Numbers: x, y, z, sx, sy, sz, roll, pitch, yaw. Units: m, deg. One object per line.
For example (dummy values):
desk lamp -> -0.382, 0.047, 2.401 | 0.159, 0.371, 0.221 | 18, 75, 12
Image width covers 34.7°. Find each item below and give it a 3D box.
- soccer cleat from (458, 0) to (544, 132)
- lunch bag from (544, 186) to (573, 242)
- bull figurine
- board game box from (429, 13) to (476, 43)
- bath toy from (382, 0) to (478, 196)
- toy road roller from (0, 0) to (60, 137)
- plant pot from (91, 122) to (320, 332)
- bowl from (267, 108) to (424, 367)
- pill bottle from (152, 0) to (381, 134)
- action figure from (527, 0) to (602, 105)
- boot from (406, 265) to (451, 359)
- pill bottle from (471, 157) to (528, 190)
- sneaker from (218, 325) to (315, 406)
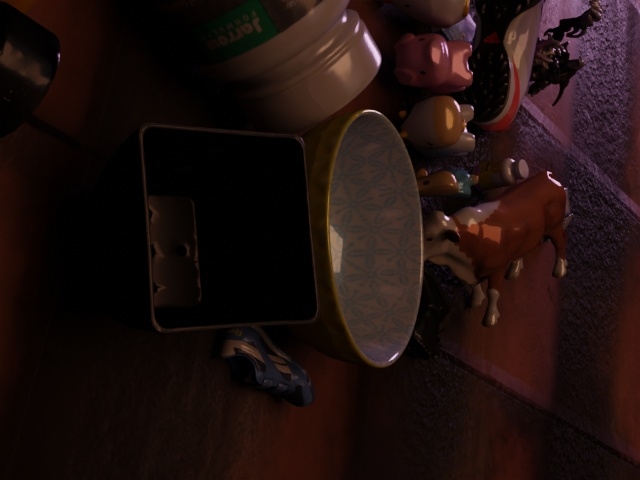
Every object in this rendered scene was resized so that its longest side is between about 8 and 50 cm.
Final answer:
soccer cleat -> 0.302, -0.328, 1.639 | 0.116, 0.109, 0.318 | 21, 83, -62
lunch bag -> 0.399, -0.044, 1.762 | 0.071, 0.053, 0.083 | -22, 108, -49
bull figurine -> 0.262, 0.006, 1.522 | 0.310, 0.101, 0.188 | -25, 120, -32
board game box -> 0.211, -0.342, 1.627 | 0.090, 0.020, 0.090 | 50, 47, -32
bath toy -> 0.153, -0.233, 1.464 | 0.151, 0.129, 0.348 | 112, -23, -81
toy road roller -> -0.370, -0.166, 0.797 | 0.202, 0.240, 0.329 | 32, 21, -41
plant pot -> -0.130, -0.001, 1.017 | 0.188, 0.167, 0.187 | 0, 82, -38
bowl -> 0.000, 0.000, 1.174 | 0.289, 0.156, 0.289 | -2, 90, -65
pill bottle -> -0.091, -0.305, 1.115 | 0.361, 0.204, 0.204 | 55, 45, -25
action figure -> 0.389, -0.356, 1.750 | 0.164, 0.141, 0.275 | -51, 121, -26
boot -> 0.135, 0.099, 1.423 | 0.121, 0.045, 0.099 | 51, 50, -31
pill bottle -> 0.283, -0.105, 1.611 | 0.043, 0.083, 0.043 | 15, 70, -48
sneaker -> -0.064, 0.150, 1.167 | 0.144, 0.053, 0.059 | 46, 48, -22
